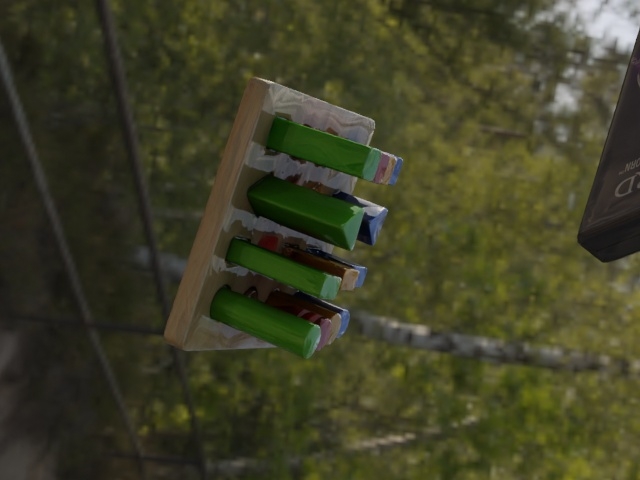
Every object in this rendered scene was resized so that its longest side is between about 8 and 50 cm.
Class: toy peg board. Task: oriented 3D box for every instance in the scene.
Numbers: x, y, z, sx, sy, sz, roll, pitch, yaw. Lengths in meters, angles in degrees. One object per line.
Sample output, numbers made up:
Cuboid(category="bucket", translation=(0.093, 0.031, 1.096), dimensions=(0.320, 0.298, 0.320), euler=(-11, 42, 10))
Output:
Cuboid(category="toy peg board", translation=(0.000, 0.000, 0.812), dimensions=(0.161, 0.079, 0.161), euler=(9, 101, -65))

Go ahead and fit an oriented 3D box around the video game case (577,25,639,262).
Cuboid(category="video game case", translation=(0.218, -0.129, 0.588), dimensions=(0.196, 0.026, 0.274), euler=(-27, -146, 52))
